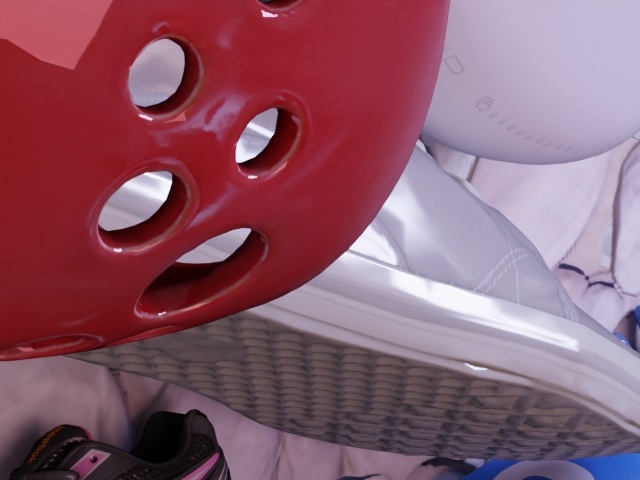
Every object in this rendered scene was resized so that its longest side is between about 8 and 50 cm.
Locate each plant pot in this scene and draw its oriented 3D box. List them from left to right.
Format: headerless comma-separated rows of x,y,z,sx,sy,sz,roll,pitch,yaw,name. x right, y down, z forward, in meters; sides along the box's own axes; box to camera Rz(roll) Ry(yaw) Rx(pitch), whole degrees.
-0.093,-0.063,0.392,0.174,0.191,0.191,-11,109,-47,plant pot

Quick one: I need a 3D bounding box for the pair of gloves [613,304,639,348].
0.222,0.085,0.989,0.198,0.023,0.159,-30,122,-31,pair of gloves

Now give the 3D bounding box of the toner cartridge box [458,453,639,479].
0.114,0.167,0.803,0.348,0.165,0.075,-28,119,-29,toner cartridge box

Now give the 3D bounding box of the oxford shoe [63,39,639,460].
0.000,0.000,0.689,0.449,0.169,0.130,25,61,-42,oxford shoe

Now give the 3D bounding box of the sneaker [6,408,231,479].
-0.106,0.112,0.685,0.178,0.072,0.077,-17,101,-46,sneaker

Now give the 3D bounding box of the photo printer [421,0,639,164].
0.119,-0.174,0.701,0.307,0.107,0.256,-51,149,5,photo printer
